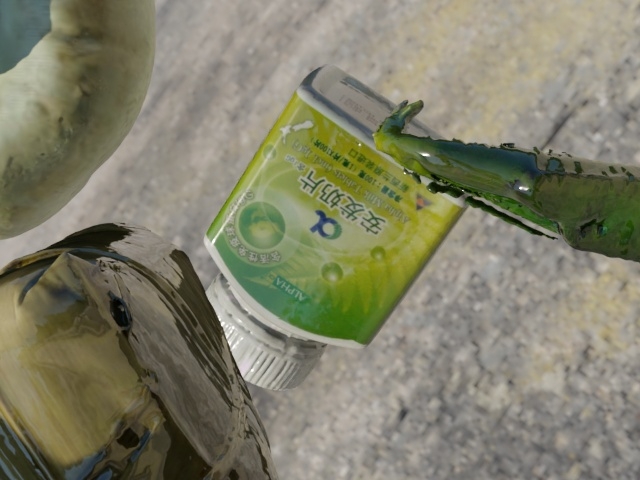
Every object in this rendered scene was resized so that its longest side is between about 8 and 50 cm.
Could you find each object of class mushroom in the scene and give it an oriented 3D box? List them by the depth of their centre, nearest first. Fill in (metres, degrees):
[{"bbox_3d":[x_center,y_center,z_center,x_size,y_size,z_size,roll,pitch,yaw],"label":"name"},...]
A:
[{"bbox_3d":[-0.302,-0.159,1.073,0.352,0.352,0.260,-52,-15,9],"label":"mushroom"}]

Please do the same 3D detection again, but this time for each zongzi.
[{"bbox_3d":[-0.041,0.076,0.434,0.078,0.176,0.160,-35,6,9],"label":"zongzi"}]

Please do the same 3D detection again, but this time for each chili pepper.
[{"bbox_3d":[0.203,-0.007,0.798,0.076,0.359,0.085,-50,26,46],"label":"chili pepper"}]

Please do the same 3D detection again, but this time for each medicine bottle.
[{"bbox_3d":[0.000,0.000,0.895,0.188,0.132,0.088,-56,1,23],"label":"medicine bottle"}]
